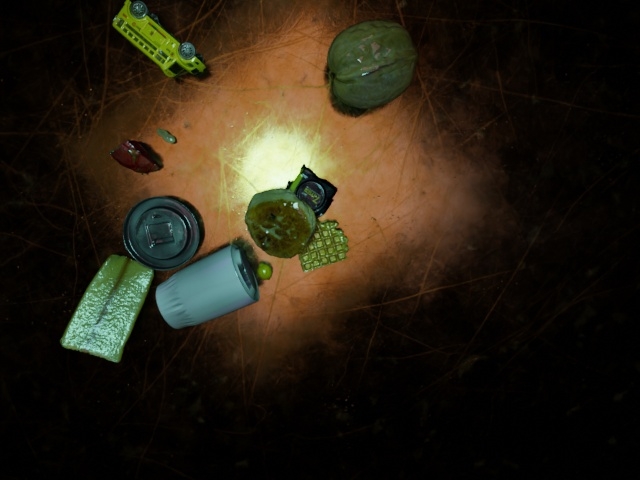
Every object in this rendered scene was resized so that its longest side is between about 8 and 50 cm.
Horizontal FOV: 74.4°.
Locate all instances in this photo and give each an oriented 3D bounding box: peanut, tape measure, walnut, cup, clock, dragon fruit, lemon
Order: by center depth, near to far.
[{"bbox_3d":[0.203,-0.661,1.582,0.344,0.306,0.306,-13,99,3],"label":"walnut"},{"bbox_3d":[-0.738,-0.315,1.674,0.127,0.120,0.161,-41,103,9],"label":"dragon fruit"},{"bbox_3d":[-0.625,-0.424,1.703,0.083,0.037,0.037,41,95,-4],"label":"peanut"},{"bbox_3d":[-0.444,0.195,1.705,0.372,0.253,0.253,-24,99,4],"label":"cup"},{"bbox_3d":[-0.049,-0.186,1.725,0.199,0.112,0.186,35,83,-3],"label":"tape measure"},{"bbox_3d":[-0.654,-0.030,1.750,0.313,0.061,0.312,0,99,-3],"label":"clock"},{"bbox_3d":[-0.238,0.132,1.796,0.062,0.062,0.083,-27,99,2],"label":"lemon"}]

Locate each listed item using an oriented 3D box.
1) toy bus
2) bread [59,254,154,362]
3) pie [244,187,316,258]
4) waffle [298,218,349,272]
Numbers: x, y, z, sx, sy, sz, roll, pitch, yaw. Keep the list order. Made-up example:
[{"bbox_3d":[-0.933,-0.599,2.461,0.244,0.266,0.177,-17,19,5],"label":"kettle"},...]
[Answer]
[{"bbox_3d":[-0.602,-0.741,1.599,0.330,0.144,0.152,40,95,-7],"label":"toy bus"},{"bbox_3d":[-0.840,0.250,1.697,0.233,0.245,0.361,24,94,-20],"label":"bread"},{"bbox_3d":[-0.167,-0.061,1.682,0.315,0.092,0.315,10,118,19],"label":"pie"},{"bbox_3d":[0.000,0.000,1.781,0.229,0.057,0.219,-19,105,-1],"label":"waffle"}]
